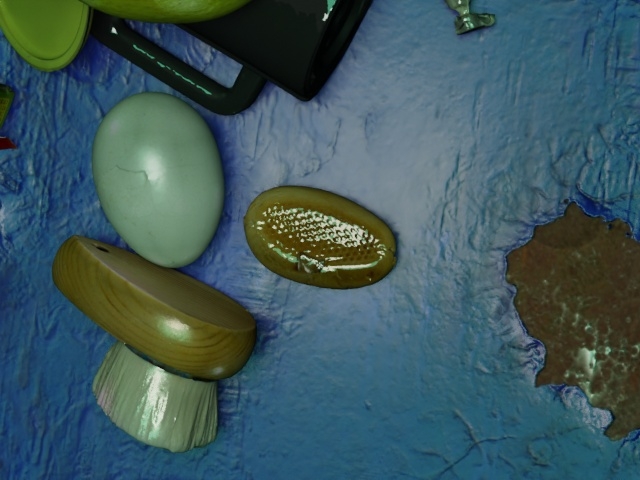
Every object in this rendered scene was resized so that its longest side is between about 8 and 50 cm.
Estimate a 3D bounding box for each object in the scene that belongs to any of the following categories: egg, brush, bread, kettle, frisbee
[{"bbox_3d":[-0.187,-0.070,1.886,0.151,0.151,0.209,-13,91,6],"label":"egg"},{"bbox_3d":[-0.215,0.116,1.894,0.267,0.174,0.166,30,104,12],"label":"brush"},{"bbox_3d":[0.000,0.000,1.908,0.189,0.077,0.114,18,73,6],"label":"bread"},{"bbox_3d":[-0.105,-0.306,1.877,0.308,0.262,0.203,28,59,7],"label":"kettle"},{"bbox_3d":[-0.331,-0.315,1.885,0.017,0.236,0.236,-16,90,-38],"label":"frisbee"}]

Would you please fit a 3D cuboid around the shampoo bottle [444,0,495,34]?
[{"bbox_3d":[0.145,-0.342,1.893,0.063,0.057,0.207,-20,91,-2],"label":"shampoo bottle"}]

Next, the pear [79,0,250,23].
[{"bbox_3d":[-0.222,-0.370,1.623,0.238,0.318,0.342,-40,82,6],"label":"pear"}]

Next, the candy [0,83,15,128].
[{"bbox_3d":[-0.477,-0.189,1.940,0.194,0.097,0.062,21,97,5],"label":"candy"}]

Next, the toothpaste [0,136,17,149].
[{"bbox_3d":[-0.468,-0.125,1.968,0.190,0.048,0.031,5,75,8],"label":"toothpaste"}]
